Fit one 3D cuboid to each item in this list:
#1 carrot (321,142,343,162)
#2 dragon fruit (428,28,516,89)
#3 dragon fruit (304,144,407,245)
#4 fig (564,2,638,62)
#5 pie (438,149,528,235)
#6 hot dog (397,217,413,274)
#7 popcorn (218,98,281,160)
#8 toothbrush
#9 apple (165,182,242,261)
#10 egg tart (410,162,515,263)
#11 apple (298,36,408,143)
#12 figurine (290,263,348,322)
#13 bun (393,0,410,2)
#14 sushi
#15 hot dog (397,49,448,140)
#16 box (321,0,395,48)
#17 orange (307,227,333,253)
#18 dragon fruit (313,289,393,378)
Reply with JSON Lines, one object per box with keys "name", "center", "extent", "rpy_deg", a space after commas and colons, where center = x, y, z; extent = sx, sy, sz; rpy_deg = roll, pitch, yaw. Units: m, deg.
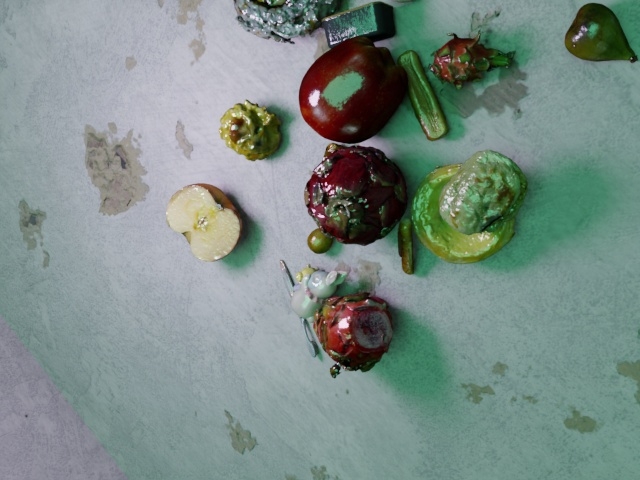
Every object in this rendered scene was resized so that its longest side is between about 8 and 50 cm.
{"name": "carrot", "center": [0.020, -0.216, 1.882], "extent": [0.069, 0.069, 0.229], "rpy_deg": [28, 112, 21]}
{"name": "dragon fruit", "center": [0.422, -0.512, 1.567], "extent": [0.235, 0.137, 0.135], "rpy_deg": [-4, 68, 28]}
{"name": "dragon fruit", "center": [0.114, -0.138, 1.708], "extent": [0.329, 0.329, 0.330], "rpy_deg": [6, 102, 28]}
{"name": "fig", "center": [0.718, -0.515, 1.412], "extent": [0.184, 0.126, 0.133], "rpy_deg": [33, 100, 24]}
{"name": "pie", "center": [0.442, -0.120, 1.521], "extent": [0.201, 0.090, 0.248], "rpy_deg": [42, 119, 10]}
{"name": "hot dog", "center": [0.266, 0.019, 1.751], "extent": [0.047, 0.066, 0.216], "rpy_deg": [-4, 131, 8]}
{"name": "popcorn", "center": [-0.240, -0.383, 1.939], "extent": [0.189, 0.218, 0.169], "rpy_deg": [-58, 26, 8]}
{"name": "toothbrush", "center": [-0.082, 0.247, 2.041], "extent": [0.028, 0.037, 0.376], "rpy_deg": [-22, 87, 29]}
{"name": "apple", "center": [-0.409, -0.082, 2.085], "extent": [0.251, 0.163, 0.293], "rpy_deg": [-39, 94, 20]}
{"name": "egg tart", "center": [0.425, -0.082, 1.654], "extent": [0.314, 0.120, 0.315], "rpy_deg": [6, 104, 26]}
{"name": "apple", "center": [0.094, -0.439, 1.674], "extent": [0.317, 0.288, 0.288], "rpy_deg": [-40, 80, 27]}
{"name": "figurine", "center": [-0.008, 0.153, 1.929], "extent": [0.236, 0.127, 0.155], "rpy_deg": [-55, 37, 29]}
{"name": "bun", "center": [0.239, -0.788, 1.625], "extent": [0.172, 0.120, 0.173], "rpy_deg": [6, 104, 26]}
{"name": "sushi", "center": [-0.112, -0.825, 1.781], "extent": [0.417, 0.176, 0.418], "rpy_deg": [2, 94, 23]}
{"name": "hot dog", "center": [0.309, -0.437, 1.684], "extent": [0.087, 0.061, 0.286], "rpy_deg": [-18, 89, 27]}
{"name": "box", "center": [0.120, -0.648, 1.703], "extent": [0.200, 0.144, 0.090], "rpy_deg": [-7, 100, 28]}
{"name": "orange", "center": [0.000, 0.000, 1.922], "extent": [0.095, 0.085, 0.085], "rpy_deg": [-44, 78, 20]}
{"name": "dragon fruit", "center": [0.099, 0.298, 1.830], "extent": [0.291, 0.250, 0.269], "rpy_deg": [-23, 71, 62]}
